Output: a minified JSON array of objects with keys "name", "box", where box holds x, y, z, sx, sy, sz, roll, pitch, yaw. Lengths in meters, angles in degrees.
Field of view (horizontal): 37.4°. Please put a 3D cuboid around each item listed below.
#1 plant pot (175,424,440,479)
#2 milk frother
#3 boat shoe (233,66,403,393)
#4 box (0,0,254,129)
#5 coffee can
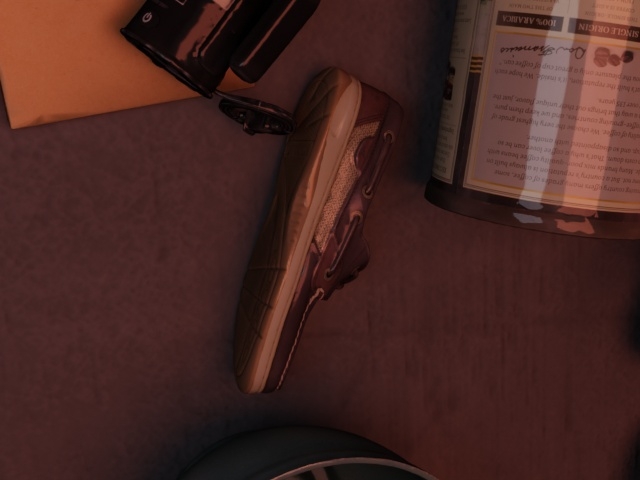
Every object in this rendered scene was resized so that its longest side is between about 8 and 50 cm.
[{"name":"plant pot","box":[-0.033,0.281,0.812,0.293,0.196,0.293,-6,105,-22]},{"name":"milk frother","box":[-0.054,-0.165,0.730,0.135,0.129,0.143,-54,161,-1]},{"name":"boat shoe","box":[0.000,0.000,0.807,0.092,0.103,0.285,16,91,-21]},{"name":"box","box":[-0.157,-0.183,0.734,0.201,0.021,0.165,-14,110,-20]},{"name":"coffee can","box":[0.208,-0.156,0.797,0.201,0.201,0.276,3,102,-24]}]
